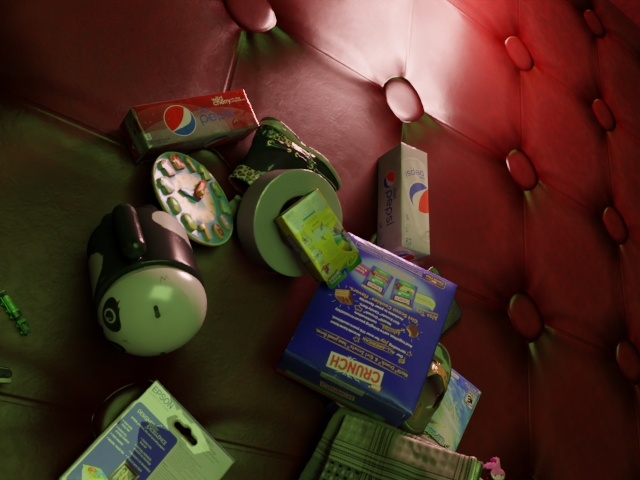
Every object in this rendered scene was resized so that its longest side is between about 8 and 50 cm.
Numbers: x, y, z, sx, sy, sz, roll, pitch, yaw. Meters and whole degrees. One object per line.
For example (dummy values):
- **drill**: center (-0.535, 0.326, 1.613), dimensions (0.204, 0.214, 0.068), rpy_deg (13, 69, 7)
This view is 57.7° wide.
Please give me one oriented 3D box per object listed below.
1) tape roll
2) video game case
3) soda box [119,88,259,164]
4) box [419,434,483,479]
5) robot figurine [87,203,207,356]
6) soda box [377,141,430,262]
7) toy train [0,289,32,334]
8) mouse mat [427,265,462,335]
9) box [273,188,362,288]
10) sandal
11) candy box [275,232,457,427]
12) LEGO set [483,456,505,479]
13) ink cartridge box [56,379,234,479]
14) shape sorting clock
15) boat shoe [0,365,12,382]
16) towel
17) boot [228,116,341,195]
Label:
- **tape roll**: center (-0.061, -0.038, 1.203), dimensions (0.219, 0.072, 0.219), rpy_deg (-5, 98, -37)
- **video game case**: center (0.185, 0.341, 1.240), dimensions (0.269, 0.061, 0.244), rpy_deg (38, 54, 2)
- **soda box**: center (-0.261, -0.234, 1.181), dimensions (0.263, 0.083, 0.092), rpy_deg (-21, 86, -39)
- **box**: center (0.191, 0.573, 1.044), dimensions (0.215, 0.168, 0.345), rpy_deg (42, 80, -14)
- **robot figurine**: center (-0.289, 0.059, 0.951), dimensions (0.209, 0.173, 0.278), rpy_deg (35, 18, -44)
- **soda box**: center (0.205, -0.091, 1.443), dimensions (0.091, 0.098, 0.287), rpy_deg (17, 62, -29)
- **toy train**: center (-0.487, 0.114, 0.924), dimensions (0.017, 0.023, 0.083), rpy_deg (-35, 94, -39)
- **mouse mat**: center (0.272, 0.165, 1.448), dimensions (0.189, 0.007, 0.153), rpy_deg (-31, 91, -38)
- **box**: center (0.000, 0.000, 1.157), dimensions (0.105, 0.043, 0.179), rpy_deg (-39, 100, -27)
- **sandal**: center (0.222, 0.301, 1.204), dimensions (0.090, 0.060, 0.219), rpy_deg (37, 52, 1)
- **candy box**: center (0.100, 0.178, 1.191), dimensions (0.268, 0.122, 0.317), rpy_deg (27, 54, 5)
- **LEGO set**: center (0.291, 0.504, 1.277), dimensions (0.227, 0.087, 0.093), rpy_deg (8, 62, -20)
- **ink cartridge box**: center (-0.278, 0.377, 0.953), dimensions (0.206, 0.045, 0.208), rpy_deg (50, 54, -9)
- **shape sorting clock**: center (-0.241, -0.083, 1.122), dimensions (0.206, 0.040, 0.206), rpy_deg (41, 28, -28)
- **boat shoe**: center (-0.546, 0.161, 0.834), dimensions (0.206, 0.075, 0.065), rpy_deg (19, 65, -23)
- **towel**: center (0.078, 0.460, 0.983), dimensions (0.056, 0.324, 0.312), rpy_deg (50, 59, -39)
- **boot**: center (-0.076, -0.135, 1.279), dimensions (0.236, 0.085, 0.179), rpy_deg (40, 61, -21)
